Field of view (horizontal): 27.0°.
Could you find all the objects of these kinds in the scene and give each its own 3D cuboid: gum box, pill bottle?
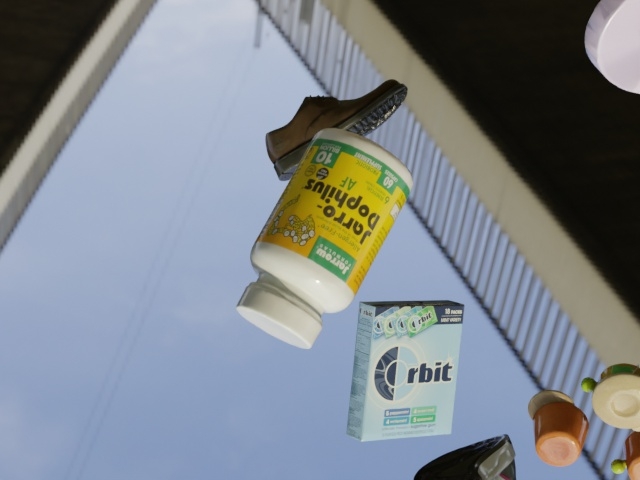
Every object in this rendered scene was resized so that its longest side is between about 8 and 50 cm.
[{"bbox_3d":[0.116,0.175,1.816,0.157,0.184,0.041,1,-171,-34],"label":"gum box"},{"bbox_3d":[0.000,0.000,1.365,0.118,0.117,0.208,24,-105,21],"label":"pill bottle"}]

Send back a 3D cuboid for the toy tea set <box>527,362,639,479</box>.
[{"bbox_3d":[0.446,0.230,1.761,0.336,0.200,0.124,12,-148,7],"label":"toy tea set"}]

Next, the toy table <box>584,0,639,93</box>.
[{"bbox_3d":[0.418,-0.187,1.300,0.274,0.252,0.161,-23,-134,-9],"label":"toy table"}]

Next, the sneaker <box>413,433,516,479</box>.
[{"bbox_3d":[0.179,0.319,1.400,0.124,0.178,0.295,-22,-178,17],"label":"sneaker"}]

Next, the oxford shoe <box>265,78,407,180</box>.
[{"bbox_3d":[0.017,-0.182,1.930,0.227,0.083,0.096,-28,-104,9],"label":"oxford shoe"}]
